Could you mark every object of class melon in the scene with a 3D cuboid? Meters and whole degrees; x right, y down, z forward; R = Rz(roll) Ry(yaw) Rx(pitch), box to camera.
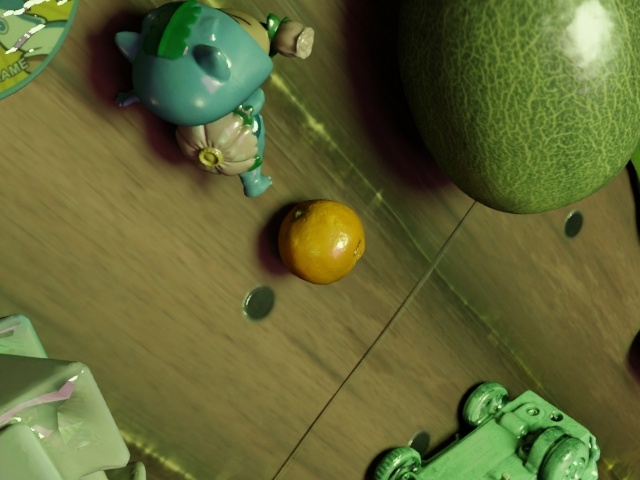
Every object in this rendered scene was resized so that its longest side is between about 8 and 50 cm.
[{"bbox_3d":[0.193,-0.166,0.917,0.237,0.237,0.302,-34,131,-24],"label":"melon"}]

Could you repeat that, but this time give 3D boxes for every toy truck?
[{"bbox_3d":[0.192,0.291,1.161,0.278,0.155,0.156,-30,132,-27],"label":"toy truck"}]

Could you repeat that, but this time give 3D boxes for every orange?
[{"bbox_3d":[0.001,0.000,0.930,0.083,0.083,0.084,-16,117,-34],"label":"orange"}]

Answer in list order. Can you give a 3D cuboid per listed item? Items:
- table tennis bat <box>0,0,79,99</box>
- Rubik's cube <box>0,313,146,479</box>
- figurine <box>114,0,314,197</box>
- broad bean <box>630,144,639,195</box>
[{"bbox_3d":[-0.276,-0.233,0.638,0.215,0.044,0.329,-38,129,-20],"label":"table tennis bat"},{"bbox_3d":[-0.263,0.248,0.622,0.387,0.368,0.358,-30,125,-23],"label":"Rubik's cube"},{"bbox_3d":[-0.078,-0.128,0.808,0.144,0.114,0.178,-47,142,-24],"label":"figurine"},{"bbox_3d":[0.414,-0.076,1.271,0.069,0.039,0.227,-53,131,-18],"label":"broad bean"}]
